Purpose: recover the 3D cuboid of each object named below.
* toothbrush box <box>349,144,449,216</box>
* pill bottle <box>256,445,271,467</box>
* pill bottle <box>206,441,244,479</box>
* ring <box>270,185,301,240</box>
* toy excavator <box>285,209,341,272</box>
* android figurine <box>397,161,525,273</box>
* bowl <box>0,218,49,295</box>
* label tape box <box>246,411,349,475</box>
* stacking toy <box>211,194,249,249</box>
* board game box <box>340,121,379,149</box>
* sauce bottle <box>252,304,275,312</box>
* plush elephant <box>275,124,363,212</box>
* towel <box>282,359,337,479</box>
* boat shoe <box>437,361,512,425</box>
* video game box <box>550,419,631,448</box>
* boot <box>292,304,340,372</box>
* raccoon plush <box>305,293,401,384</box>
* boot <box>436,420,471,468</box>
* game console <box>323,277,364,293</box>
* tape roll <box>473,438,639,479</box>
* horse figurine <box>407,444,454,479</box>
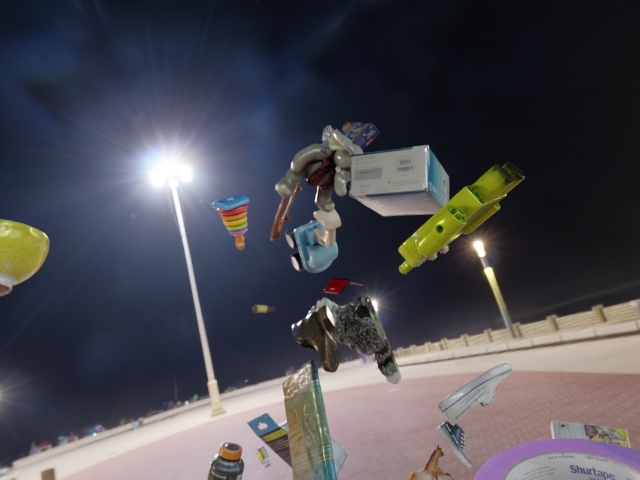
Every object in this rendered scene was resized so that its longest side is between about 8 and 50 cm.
[{"bbox_3d":[0.240,-0.158,1.206,0.216,0.126,0.295,-2,-10,28],"label":"toothbrush box"},{"bbox_3d":[-0.253,0.973,1.865,0.043,0.083,0.043,-22,-45,-23],"label":"pill bottle"},{"bbox_3d":[-0.365,0.906,1.577,0.131,0.245,0.130,12,-5,1],"label":"pill bottle"},{"bbox_3d":[-0.128,-0.151,1.705,0.032,0.336,0.336,22,-19,1],"label":"ring"},{"bbox_3d":[0.000,0.000,2.177,0.222,0.432,0.445,-24,26,-22],"label":"toy excavator"},{"bbox_3d":[0.249,-0.032,0.773,0.248,0.056,0.273,-17,-27,-53],"label":"android figurine"},{"bbox_3d":[-0.948,0.071,1.187,0.290,0.156,0.289,-13,-24,-6],"label":"bowl"},{"bbox_3d":[-0.097,0.768,1.608,0.115,0.348,0.249,-45,-3,-42],"label":"label tape box"},{"bbox_3d":[-0.459,-0.086,2.273,0.166,0.301,0.175,-27,27,-38],"label":"stacking toy"},{"bbox_3d":[0.119,-0.408,1.685,0.194,0.194,0.060,-44,-60,8],"label":"board game box"},{"bbox_3d":[-0.291,0.354,2.145,0.128,0.042,0.042,11,-30,-41],"label":"sauce bottle"},{"bbox_3d":[0.054,-0.257,1.491,0.272,0.330,0.255,26,-5,-40],"label":"plush elephant"},{"bbox_3d":[-0.027,0.527,1.079,0.040,0.370,0.271,2,-31,-23],"label":"towel"},{"bbox_3d":[0.485,0.467,1.266,0.258,0.084,0.095,-34,-24,1],"label":"boat shoe"},{"bbox_3d":[0.749,0.612,1.137,0.187,0.205,0.048,0,-44,20],"label":"video game box"},{"bbox_3d":[-0.015,0.263,1.055,0.106,0.082,0.219,-25,26,10],"label":"boot"},{"bbox_3d":[0.115,0.431,1.720,0.299,0.446,0.216,-23,-8,11],"label":"raccoon plush"},{"bbox_3d":[0.579,0.838,1.728,0.086,0.190,0.069,-39,-30,1],"label":"boot"},{"bbox_3d":[0.106,0.219,1.911,0.124,0.085,0.144,-49,19,-22],"label":"game console"},{"bbox_3d":[0.361,0.384,0.574,0.275,0.090,0.275,-12,-2,0],"label":"tape roll"},{"bbox_3d":[0.440,0.998,1.743,0.263,0.174,0.066,-34,25,0],"label":"horse figurine"}]
